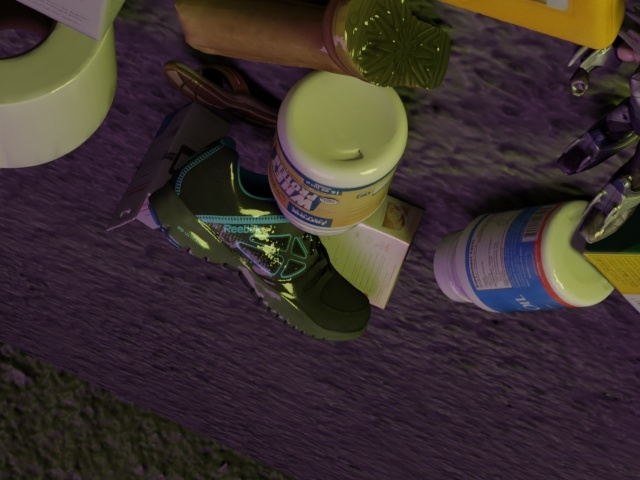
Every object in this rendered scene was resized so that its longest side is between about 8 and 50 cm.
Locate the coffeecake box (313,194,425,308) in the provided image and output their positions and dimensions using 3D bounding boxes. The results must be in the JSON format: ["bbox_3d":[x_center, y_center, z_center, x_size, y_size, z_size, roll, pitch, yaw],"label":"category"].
[{"bbox_3d":[0.024,-0.010,1.997,0.185,0.068,0.142,23,140,4],"label":"coffeecake box"}]

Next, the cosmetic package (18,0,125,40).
[{"bbox_3d":[-0.241,-0.321,1.498,0.151,0.151,0.184,26,158,-3],"label":"cosmetic package"}]

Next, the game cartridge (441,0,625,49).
[{"bbox_3d":[0.113,-0.302,1.271,0.285,0.053,0.324,21,159,21],"label":"game cartridge"}]

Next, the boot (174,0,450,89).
[{"bbox_3d":[-0.033,-0.210,1.546,0.269,0.089,0.236,14,177,27],"label":"boot"}]

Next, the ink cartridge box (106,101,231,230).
[{"bbox_3d":[-0.195,-0.080,1.971,0.060,0.180,0.104,33,158,-21],"label":"ink cartridge box"}]

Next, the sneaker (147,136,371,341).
[{"bbox_3d":[-0.045,0.007,1.901,0.341,0.140,0.125,35,-166,-30],"label":"sneaker"}]

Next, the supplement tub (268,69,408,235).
[{"bbox_3d":[0.016,-0.096,1.752,0.144,0.144,0.200,24,159,3],"label":"supplement tub"}]

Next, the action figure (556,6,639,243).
[{"bbox_3d":[0.302,-0.104,1.439,0.185,0.099,0.285,59,164,15],"label":"action figure"}]

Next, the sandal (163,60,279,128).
[{"bbox_3d":[-0.111,-0.182,1.836,0.180,0.049,0.072,21,170,-34],"label":"sandal"}]

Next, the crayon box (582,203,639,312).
[{"bbox_3d":[0.471,0.037,1.656,0.318,0.081,0.202,2,150,46],"label":"crayon box"}]

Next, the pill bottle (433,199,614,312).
[{"bbox_3d":[0.238,0.023,1.819,0.124,0.124,0.221,36,157,-26],"label":"pill bottle"}]

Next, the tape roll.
[{"bbox_3d":[-0.352,-0.223,1.722,0.246,0.246,0.169,24,160,3],"label":"tape roll"}]
